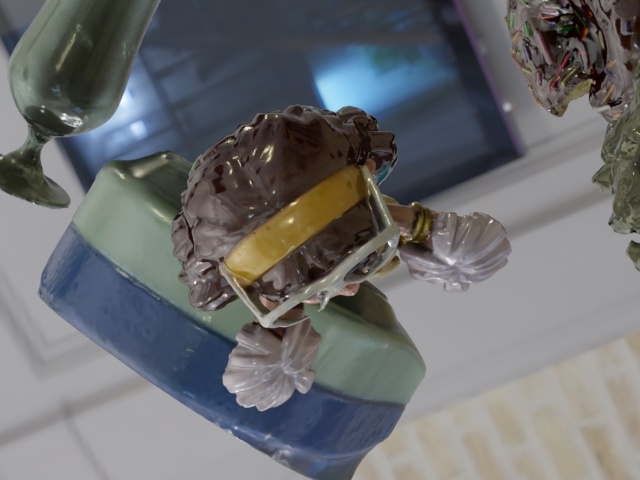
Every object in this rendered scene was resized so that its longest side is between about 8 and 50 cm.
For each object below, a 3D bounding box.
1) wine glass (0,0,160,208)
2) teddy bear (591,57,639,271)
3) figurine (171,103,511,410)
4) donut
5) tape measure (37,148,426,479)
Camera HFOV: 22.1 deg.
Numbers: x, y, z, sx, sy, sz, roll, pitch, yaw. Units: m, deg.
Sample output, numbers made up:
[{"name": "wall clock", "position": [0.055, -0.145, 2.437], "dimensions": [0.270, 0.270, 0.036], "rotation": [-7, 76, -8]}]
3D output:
[{"name": "wine glass", "position": [-0.209, -0.150, 1.395], "dimensions": [0.103, 0.231, 0.103], "rotation": [28, -169, -6]}, {"name": "teddy bear", "position": [0.342, -0.101, 1.104], "dimensions": [0.224, 0.357, 0.367], "rotation": [66, -174, 10]}, {"name": "figurine", "position": [-0.001, -0.001, 0.883], "dimensions": [0.116, 0.175, 0.240], "rotation": [59, -175, 18]}, {"name": "donut", "position": [0.254, -0.199, 1.504], "dimensions": [0.230, 0.096, 0.216], "rotation": [44, 147, 48]}, {"name": "tape measure", "position": [-0.067, 0.045, 1.164], "dimensions": [0.259, 0.138, 0.262], "rotation": [31, 176, 22]}]
